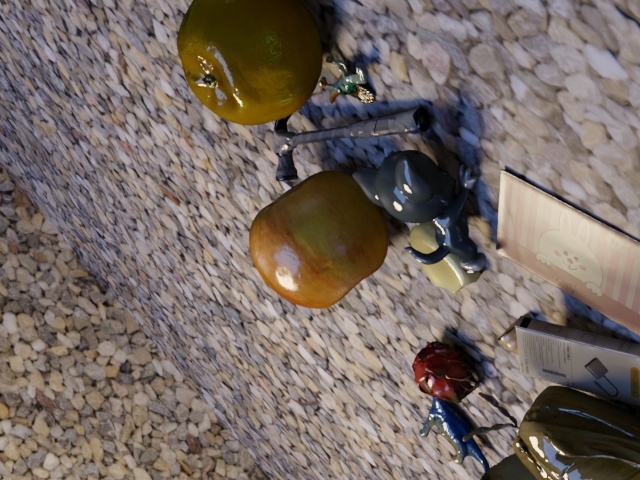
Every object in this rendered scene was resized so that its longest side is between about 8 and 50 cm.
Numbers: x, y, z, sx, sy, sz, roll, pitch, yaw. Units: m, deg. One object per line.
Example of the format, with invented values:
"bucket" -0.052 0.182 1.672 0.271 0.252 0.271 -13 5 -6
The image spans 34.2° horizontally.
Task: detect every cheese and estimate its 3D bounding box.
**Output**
"cheese" 0.195 -0.010 1.957 0.255 0.050 0.127 51 156 6

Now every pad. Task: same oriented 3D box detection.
"pad" 0.407 0.020 1.688 0.299 0.005 0.202 34 148 32

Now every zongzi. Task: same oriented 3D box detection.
"zongzi" 0.537 0.318 1.686 0.500 0.218 0.467 45 137 16

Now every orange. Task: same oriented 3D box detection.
"orange" -0.128 -0.339 1.854 0.279 0.235 0.279 43 160 20

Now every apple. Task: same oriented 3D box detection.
"apple" 0.000 0.000 2.042 0.233 0.286 0.286 56 154 -5

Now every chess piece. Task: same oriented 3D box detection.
"chess piece" 0.387 0.202 1.892 0.122 0.066 0.066 47 154 5

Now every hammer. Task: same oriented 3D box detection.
"hammer" 0.047 -0.192 1.921 0.426 0.044 0.152 1 96 50

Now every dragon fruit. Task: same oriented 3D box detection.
"dragon fruit" 0.257 0.271 2.145 0.142 0.130 0.121 44 120 20

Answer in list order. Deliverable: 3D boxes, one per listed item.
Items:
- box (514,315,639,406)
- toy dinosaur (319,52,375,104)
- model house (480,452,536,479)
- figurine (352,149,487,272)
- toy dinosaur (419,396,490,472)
"box" 0.454 0.208 1.767 0.247 0.033 0.129 13 137 28
"toy dinosaur" 0.053 -0.275 1.873 0.106 0.044 0.187 28 156 18
"model house" 0.470 0.579 2.041 0.298 0.243 0.284 49 161 33
"figurine" 0.183 -0.051 1.820 0.193 0.140 0.265 11 129 61
"toy dinosaur" 0.297 0.396 2.285 0.247 0.075 0.188 41 145 34
